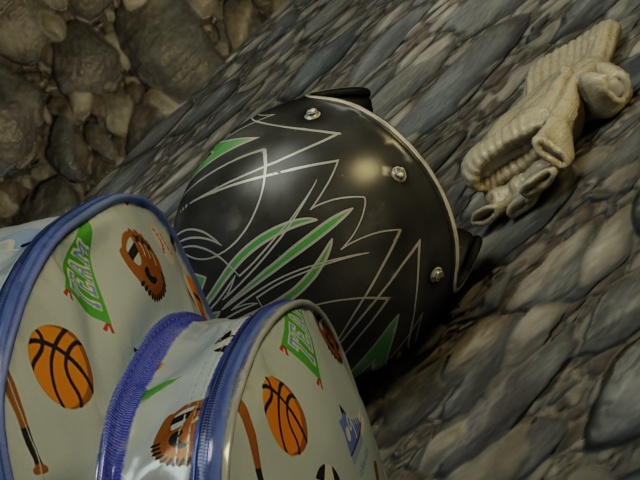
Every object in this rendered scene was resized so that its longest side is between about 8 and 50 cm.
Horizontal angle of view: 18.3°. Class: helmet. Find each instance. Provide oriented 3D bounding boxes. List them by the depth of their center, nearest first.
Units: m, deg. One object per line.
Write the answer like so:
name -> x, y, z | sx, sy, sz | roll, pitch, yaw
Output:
helmet -> 0.000, 0.000, 1.084 | 0.169, 0.169, 0.161 | -37, -1, 20

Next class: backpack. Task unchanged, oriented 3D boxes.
backpack -> -0.087, 0.120, 0.743 | 0.213, 0.263, 0.276 | -21, 19, 15

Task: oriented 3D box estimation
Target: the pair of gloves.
pair of gloves -> 0.182, -0.110, 1.170 | 0.240, 0.042, 0.204 | -32, 17, 38
